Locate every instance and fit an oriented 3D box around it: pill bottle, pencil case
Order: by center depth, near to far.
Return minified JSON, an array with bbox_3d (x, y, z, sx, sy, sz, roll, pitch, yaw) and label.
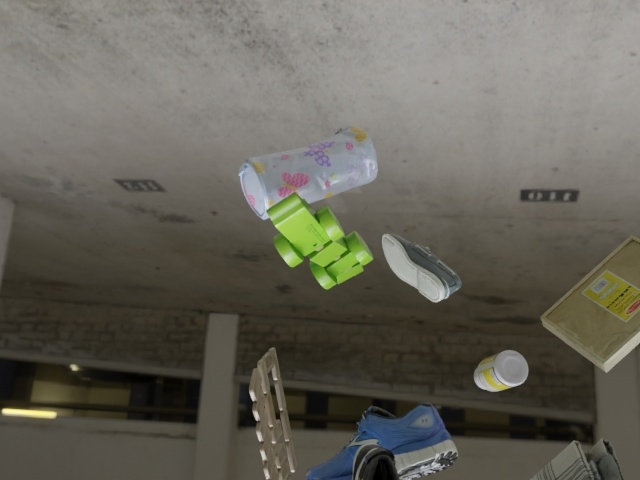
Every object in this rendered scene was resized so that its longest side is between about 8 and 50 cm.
[{"bbox_3d":[0.328,0.244,1.251,0.065,0.065,0.116,6,160,-11],"label":"pill bottle"},{"bbox_3d":[-0.020,-0.137,1.338,0.273,0.124,0.113,-22,-166,-23],"label":"pencil case"}]

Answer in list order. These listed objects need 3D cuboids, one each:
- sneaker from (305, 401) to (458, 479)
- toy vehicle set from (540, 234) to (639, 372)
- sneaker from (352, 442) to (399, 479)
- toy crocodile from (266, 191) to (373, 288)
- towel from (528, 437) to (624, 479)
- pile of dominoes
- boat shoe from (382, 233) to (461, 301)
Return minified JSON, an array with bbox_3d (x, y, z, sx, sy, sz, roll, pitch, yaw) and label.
[{"bbox_3d":[0.110,0.416,1.348,0.330,0.147,0.130,-29,142,23],"label":"sneaker"},{"bbox_3d":[0.596,0.120,1.351,0.166,0.267,0.035,44,172,48],"label":"toy vehicle set"},{"bbox_3d":[0.084,0.451,1.116,0.079,0.216,0.121,3,170,-8],"label":"sneaker"},{"bbox_3d":[0.000,0.000,1.261,0.115,0.105,0.340,-35,147,11],"label":"toy crocodile"},{"bbox_3d":[0.435,0.545,1.230,0.056,0.312,0.324,33,118,-12],"label":"towel"},{"bbox_3d":[-0.095,0.330,1.182,0.040,0.251,0.196,-11,-179,9],"label":"pile of dominoes"},{"bbox_3d":[0.299,0.071,2.049,0.099,0.319,0.116,-19,128,-22],"label":"boat shoe"}]
